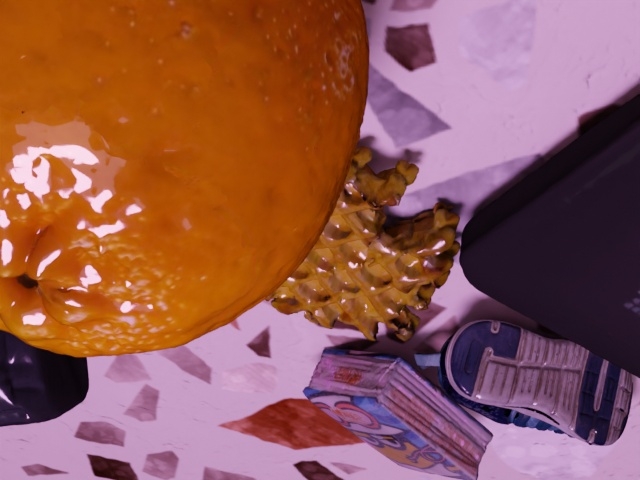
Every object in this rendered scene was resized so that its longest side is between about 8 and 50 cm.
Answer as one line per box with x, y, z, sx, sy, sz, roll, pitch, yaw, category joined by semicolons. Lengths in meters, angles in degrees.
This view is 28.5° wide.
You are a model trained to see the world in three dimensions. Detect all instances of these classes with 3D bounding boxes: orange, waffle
-0.138;-0.084;0.794;0.340;0.293;0.341;7;143;5;orange
0.000;0.000;1.062;0.231;0.051;0.229;13;145;0;waffle

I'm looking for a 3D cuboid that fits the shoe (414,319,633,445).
0.193;0.129;1.157;0.207;0.092;0.106;19;167;-17;shoe

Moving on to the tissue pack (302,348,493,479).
0.075;0.169;1.215;0.155;0.065;0.115;39;156;-31;tissue pack

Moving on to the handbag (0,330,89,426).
-0.366;0.034;1.123;0.301;0.275;0.178;-6;-178;18;handbag

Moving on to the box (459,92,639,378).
0.293;0.010;0.981;0.290;0.073;0.289;28;140;-20;box
